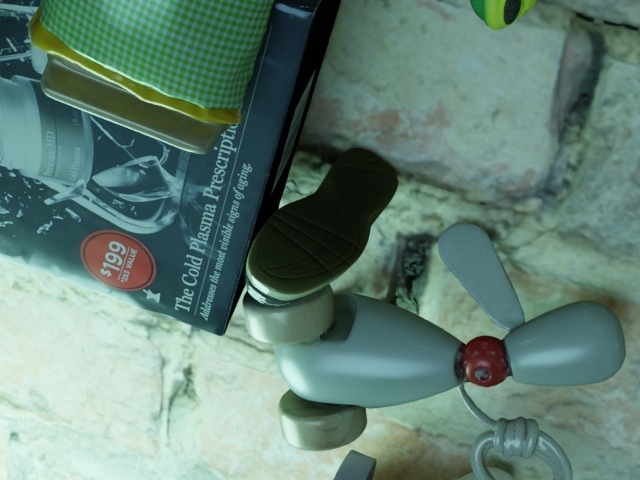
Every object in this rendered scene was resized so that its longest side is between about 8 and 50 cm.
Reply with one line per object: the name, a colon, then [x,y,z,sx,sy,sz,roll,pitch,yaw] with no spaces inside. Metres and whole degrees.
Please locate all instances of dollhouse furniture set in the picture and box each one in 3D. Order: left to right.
dollhouse furniture set: [-0.186,-0.161,0.771,0.302,0.151,0.197,21,127,0]

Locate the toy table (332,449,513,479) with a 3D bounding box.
toy table: [0.069,0.316,1.154,0.161,0.274,0.252,22,89,7]

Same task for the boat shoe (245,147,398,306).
boat shoe: [-0.001,-0.001,1.034,0.080,0.223,0.073,33,130,5]

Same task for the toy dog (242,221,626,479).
toy dog: [0.096,0.091,1.100,0.334,0.161,0.220,13,118,4]

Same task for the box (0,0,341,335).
box: [-0.170,-0.136,1.000,0.313,0.179,0.343,20,130,2]

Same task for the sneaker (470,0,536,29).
sneaker: [0.114,-0.309,0.911,0.124,0.109,0.295,10,123,48]
